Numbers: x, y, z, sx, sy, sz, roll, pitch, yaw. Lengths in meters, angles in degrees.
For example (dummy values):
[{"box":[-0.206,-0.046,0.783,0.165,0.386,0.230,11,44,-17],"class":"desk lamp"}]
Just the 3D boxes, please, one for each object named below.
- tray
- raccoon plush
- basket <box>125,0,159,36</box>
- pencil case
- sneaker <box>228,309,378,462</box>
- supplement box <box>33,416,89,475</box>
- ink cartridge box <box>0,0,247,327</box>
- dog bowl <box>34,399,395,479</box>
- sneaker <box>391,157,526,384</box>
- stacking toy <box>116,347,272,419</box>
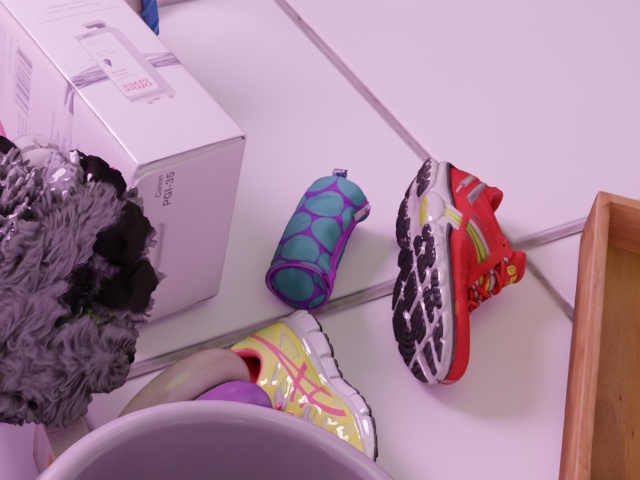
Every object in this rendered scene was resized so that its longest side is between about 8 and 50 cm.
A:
[{"box":[0.333,0.130,1.426,0.203,0.076,0.411,15,42,1],"class":"tray"},{"box":[-0.341,0.020,1.186,0.299,0.216,0.446,19,25,32],"class":"raccoon plush"},{"box":[-0.248,-0.295,1.603,0.201,0.254,0.289,31,56,22],"class":"basket"},{"box":[0.000,0.000,1.484,0.070,0.064,0.151,-1,37,22],"class":"pencil case"},{"box":[-0.017,0.150,1.314,0.094,0.081,0.208,-14,41,-19],"class":"sneaker"},{"box":[-0.198,0.185,1.229,0.036,0.062,0.098,-9,47,-23],"class":"supplement box"},{"box":[-0.199,-0.087,1.420,0.117,0.207,0.283,-19,51,-31],"class":"ink cartridge box"},{"box":[-0.060,0.255,0.996,0.349,0.102,0.348,13,47,-15],"class":"dog bowl"},{"box":[0.140,0.026,1.471,0.118,0.107,0.279,17,43,-10],"class":"sneaker"},{"box":[-0.017,0.239,1.185,0.141,0.141,0.330,-28,63,-37],"class":"stacking toy"}]
